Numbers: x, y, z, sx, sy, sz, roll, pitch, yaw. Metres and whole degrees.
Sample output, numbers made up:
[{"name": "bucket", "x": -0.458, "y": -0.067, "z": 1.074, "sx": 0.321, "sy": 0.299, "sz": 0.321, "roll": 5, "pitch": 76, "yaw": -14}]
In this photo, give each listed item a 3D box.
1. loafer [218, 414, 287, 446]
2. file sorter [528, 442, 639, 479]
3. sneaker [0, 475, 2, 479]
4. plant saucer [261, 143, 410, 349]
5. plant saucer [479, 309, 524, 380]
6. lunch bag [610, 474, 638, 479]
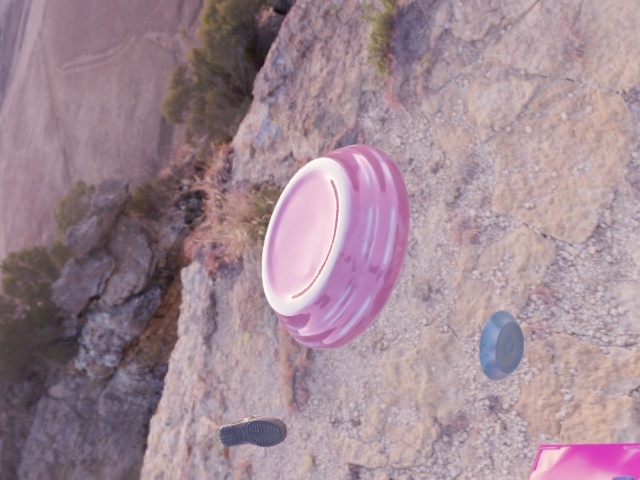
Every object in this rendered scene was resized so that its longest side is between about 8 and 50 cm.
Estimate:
[{"name": "loafer", "x": -0.124, "y": 0.359, "z": 0.943, "sx": 0.147, "sy": 0.050, "sz": 0.056, "roll": -10, "pitch": 91, "yaw": 23}, {"name": "file sorter", "x": 0.392, "y": 0.454, "z": 0.660, "sx": 0.291, "sy": 0.182, "sz": 0.202, "roll": -53, "pitch": 4, "yaw": -32}, {"name": "sneaker", "x": -0.326, "y": 0.267, "z": 0.344, "sx": 0.130, "sy": 0.109, "sz": 0.286, "roll": -53, "pitch": 24, "yaw": 12}, {"name": "plant saucer", "x": 0.000, "y": 0.000, "z": 0.781, "sx": 0.332, "sy": 0.084, "sz": 0.333, "roll": -33, "pitch": 48, "yaw": 47}, {"name": "plant saucer", "x": 0.310, "y": 0.178, "z": 0.831, "sx": 0.021, "sy": 0.119, "sz": 0.120, "roll": 3, "pitch": 84, "yaw": 53}, {"name": "lunch bag", "x": 0.089, "y": 0.156, "z": 0.124, "sx": 0.096, "sy": 0.128, "sz": 0.151, "roll": -55, "pitch": 46, "yaw": 28}]
